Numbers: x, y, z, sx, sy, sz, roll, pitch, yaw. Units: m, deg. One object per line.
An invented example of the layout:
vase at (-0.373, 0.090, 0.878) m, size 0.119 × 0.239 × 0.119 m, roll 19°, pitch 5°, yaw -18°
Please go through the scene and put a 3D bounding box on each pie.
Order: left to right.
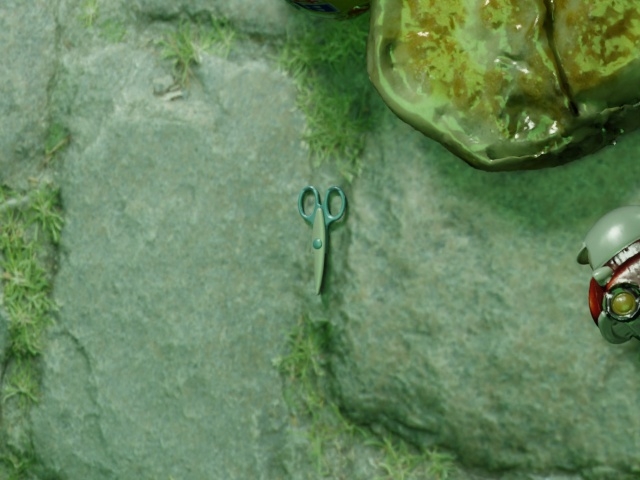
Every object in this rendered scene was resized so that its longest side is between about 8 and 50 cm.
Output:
pie at (0.200, -0.224, 1.092) m, size 0.339 × 0.077 × 0.339 m, roll 4°, pitch 101°, yaw 23°

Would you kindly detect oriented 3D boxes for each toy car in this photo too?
toy car at (0.298, 0.018, 1.064) m, size 0.139 × 0.112 × 0.112 m, roll -36°, pitch 61°, yaw 13°

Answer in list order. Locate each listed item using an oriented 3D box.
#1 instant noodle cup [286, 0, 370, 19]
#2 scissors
instant noodle cup at (-0.010, -0.334, 1.164) m, size 0.205 × 0.153 × 0.204 m, roll 1°, pitch 93°, yaw 24°
scissors at (0.000, 0.000, 1.247) m, size 0.058 × 0.014 × 0.119 m, roll 1°, pitch 89°, yaw 27°
